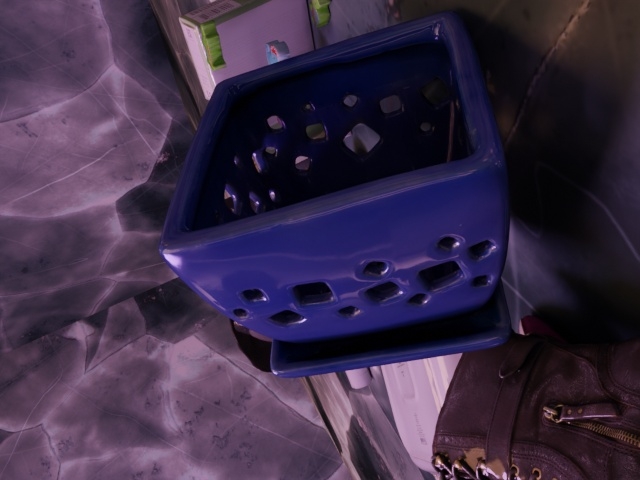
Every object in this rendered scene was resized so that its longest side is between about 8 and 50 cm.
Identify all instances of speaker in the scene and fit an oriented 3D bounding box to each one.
[{"bbox_3d":[0.077,0.285,1.392,0.136,0.055,0.055,68,167,-14],"label":"speaker"}]

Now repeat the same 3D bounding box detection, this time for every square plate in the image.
[{"bbox_3d":[0.133,0.169,0.813,0.347,0.049,0.343,107,151,-73],"label":"square plate"}]

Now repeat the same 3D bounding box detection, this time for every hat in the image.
[{"bbox_3d":[-0.073,0.177,1.487,0.134,0.331,0.331,-6,113,35],"label":"hat"}]

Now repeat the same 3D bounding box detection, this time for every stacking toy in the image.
[{"bbox_3d":[-0.049,-0.201,0.767,0.052,0.167,0.221,51,160,42],"label":"stacking toy"}]

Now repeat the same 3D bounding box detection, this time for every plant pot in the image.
[{"bbox_3d":[0.036,-0.024,0.497,0.235,0.236,0.212,-86,-22,-48],"label":"plant pot"}]

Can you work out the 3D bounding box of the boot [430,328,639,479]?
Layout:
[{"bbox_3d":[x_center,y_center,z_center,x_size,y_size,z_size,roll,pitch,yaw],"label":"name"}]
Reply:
[{"bbox_3d":[0.165,0.167,0.398,0.091,0.262,0.229,36,151,-22],"label":"boot"}]

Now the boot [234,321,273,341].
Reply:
[{"bbox_3d":[-0.042,0.092,1.331,0.223,0.337,0.118,18,-177,17],"label":"boot"}]

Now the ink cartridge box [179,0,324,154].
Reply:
[{"bbox_3d":[-0.082,-0.231,0.827,0.056,0.171,0.235,36,151,38],"label":"ink cartridge box"}]

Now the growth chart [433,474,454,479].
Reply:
[{"bbox_3d":[0.246,0.476,1.148,0.237,0.021,0.172,64,166,3],"label":"growth chart"}]

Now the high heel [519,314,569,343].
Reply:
[{"bbox_3d":[0.250,0.135,0.483,0.244,0.117,0.082,-93,-16,-64],"label":"high heel"}]

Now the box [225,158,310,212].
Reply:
[{"bbox_3d":[-0.076,-0.077,0.953,0.056,0.231,0.183,64,168,-8],"label":"box"}]
